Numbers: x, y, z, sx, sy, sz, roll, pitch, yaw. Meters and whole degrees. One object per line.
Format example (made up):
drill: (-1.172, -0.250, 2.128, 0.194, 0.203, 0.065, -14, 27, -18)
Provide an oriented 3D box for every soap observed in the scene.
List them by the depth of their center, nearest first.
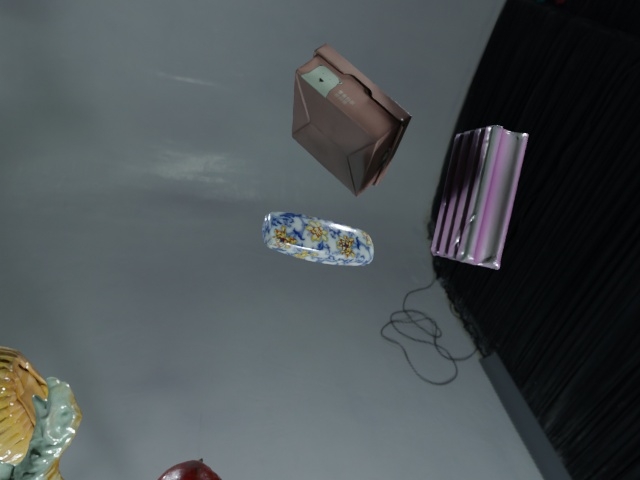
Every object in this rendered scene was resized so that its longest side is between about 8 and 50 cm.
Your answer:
soap: (0.237, -0.064, 0.712, 0.065, 0.203, 0.122, 10, 4, -12)

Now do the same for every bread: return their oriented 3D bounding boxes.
bread: (-0.651, 0.327, 0.932, 0.149, 0.274, 0.274, -19, 43, -12)

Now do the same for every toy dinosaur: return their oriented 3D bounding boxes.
toy dinosaur: (-0.314, 0.332, 0.421, 0.205, 0.393, 0.092, -4, 2, -26)

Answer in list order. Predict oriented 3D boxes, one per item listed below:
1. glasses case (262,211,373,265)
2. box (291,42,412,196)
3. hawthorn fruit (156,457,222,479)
glasses case: (0.000, 0.000, 0.960, 0.247, 0.065, 0.087, 13, 52, -28)
box: (0.044, -0.217, 0.888, 0.215, 0.215, 0.086, 44, 69, 11)
hawthorn fruit: (-0.292, 0.592, 1.008, 0.224, 0.224, 0.261, 7, 40, -12)
